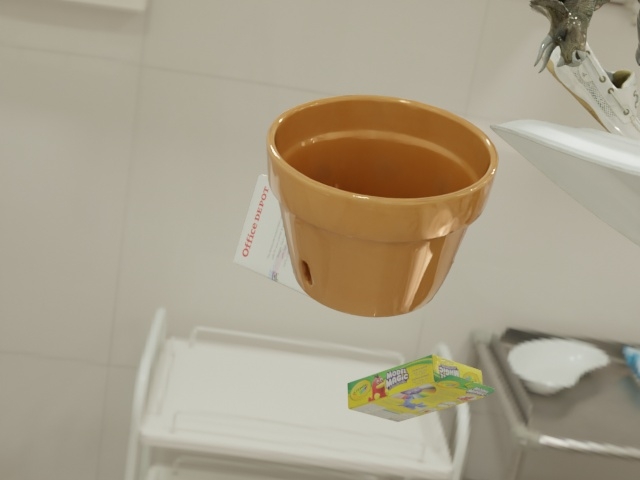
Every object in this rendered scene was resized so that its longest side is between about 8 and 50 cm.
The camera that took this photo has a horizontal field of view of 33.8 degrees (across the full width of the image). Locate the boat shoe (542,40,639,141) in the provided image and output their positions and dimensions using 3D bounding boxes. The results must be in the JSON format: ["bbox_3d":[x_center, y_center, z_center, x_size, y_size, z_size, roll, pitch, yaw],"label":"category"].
[{"bbox_3d":[0.497,-0.245,1.780,0.277,0.096,0.098,37,22,-25],"label":"boat shoe"}]

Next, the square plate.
[{"bbox_3d":[0.382,-0.013,1.030,0.347,0.049,0.344,31,0,-33],"label":"square plate"}]

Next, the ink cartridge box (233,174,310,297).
[{"bbox_3d":[0.000,0.000,1.869,0.233,0.171,0.168,24,11,29],"label":"ink cartridge box"}]

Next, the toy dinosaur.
[{"bbox_3d":[0.380,-0.389,1.530,0.160,0.121,0.313,-13,41,25],"label":"toy dinosaur"}]

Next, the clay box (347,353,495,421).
[{"bbox_3d":[0.166,0.243,1.743,0.127,0.053,0.222,22,-35,-40],"label":"clay box"}]

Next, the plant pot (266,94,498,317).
[{"bbox_3d":[0.071,-0.038,1.366,0.291,0.203,0.291,3,33,-2],"label":"plant pot"}]

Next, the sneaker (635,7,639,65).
[{"bbox_3d":[0.635,-0.329,1.776,0.109,0.130,0.286,-35,37,-17],"label":"sneaker"}]
